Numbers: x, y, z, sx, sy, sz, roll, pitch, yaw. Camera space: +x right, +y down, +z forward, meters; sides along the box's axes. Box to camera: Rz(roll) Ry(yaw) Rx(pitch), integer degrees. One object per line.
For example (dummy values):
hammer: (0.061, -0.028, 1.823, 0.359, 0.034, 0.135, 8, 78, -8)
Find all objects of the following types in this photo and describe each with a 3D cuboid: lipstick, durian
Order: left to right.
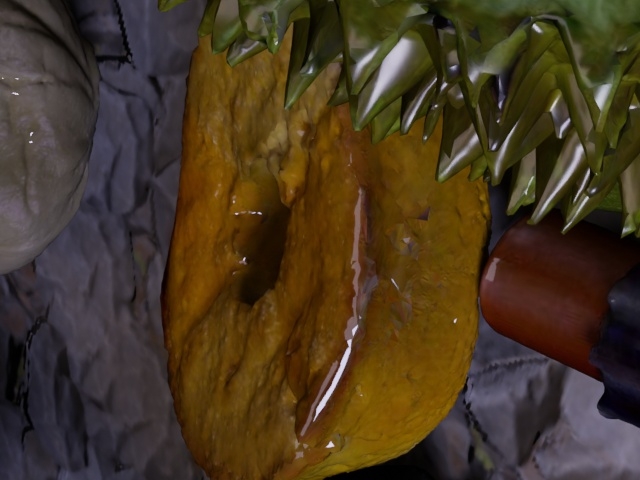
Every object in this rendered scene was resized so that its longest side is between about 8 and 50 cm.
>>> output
durian: (0.032, -0.155, 0.526, 0.198, 0.163, 0.394, -48, 39, 35)
lipstick: (0.173, 0.057, 0.523, 0.300, 0.081, 0.081, 27, 116, 39)

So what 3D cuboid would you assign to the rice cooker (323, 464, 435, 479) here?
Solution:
rice cooker: (-0.009, 0.167, 0.649, 0.142, 0.203, 0.118, -12, 113, 45)

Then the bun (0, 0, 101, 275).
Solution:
bun: (-0.157, -0.066, 0.792, 0.173, 0.113, 0.166, 172, 87, -70)

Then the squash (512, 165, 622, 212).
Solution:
squash: (0.142, -0.038, 0.540, 0.258, 0.069, 0.069, 3, 101, 43)

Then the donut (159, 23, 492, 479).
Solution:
donut: (0.001, 0.000, 0.659, 0.174, 0.075, 0.190, -179, 90, -67)
